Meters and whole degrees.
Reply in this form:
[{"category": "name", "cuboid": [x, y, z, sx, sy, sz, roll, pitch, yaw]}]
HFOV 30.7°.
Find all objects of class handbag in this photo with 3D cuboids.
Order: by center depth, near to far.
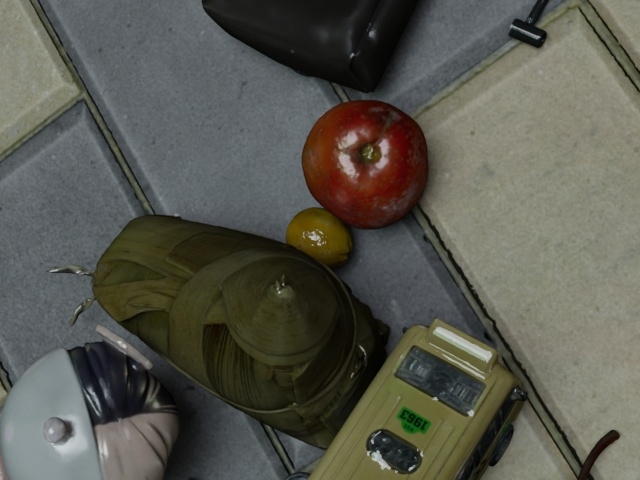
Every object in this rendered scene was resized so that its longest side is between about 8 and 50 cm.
[{"category": "handbag", "cuboid": [0.008, -0.358, 1.602, 0.285, 0.113, 0.257, 27, 87, 28]}]

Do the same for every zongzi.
[{"category": "zongzi", "cuboid": [-0.166, 0.027, 1.432, 0.499, 0.467, 0.218, 27, 71, 22]}]

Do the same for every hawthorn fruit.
[{"category": "hawthorn fruit", "cuboid": [0.061, -0.105, 1.515, 0.172, 0.173, 0.173, -3, 82, 20]}]

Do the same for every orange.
[{"category": "orange", "cuboid": [0.000, 0.000, 1.571, 0.095, 0.085, 0.085, 31, 94, 17]}]

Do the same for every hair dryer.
[{"category": "hair dryer", "cuboid": [0.287, -0.299, 1.541, 0.047, 0.026, 0.083, 28, 85, 19]}]

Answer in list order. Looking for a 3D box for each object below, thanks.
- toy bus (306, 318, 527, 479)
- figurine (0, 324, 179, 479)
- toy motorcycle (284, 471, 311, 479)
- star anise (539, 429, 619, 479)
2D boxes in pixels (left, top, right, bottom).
[{"category": "toy bus", "cuboid": [0.099, 0.276, 1.399, 0.176, 0.202, 0.365, 27, 69, 20]}, {"category": "figurine", "cuboid": [-0.333, 0.280, 1.536, 0.361, 0.211, 0.253, -30, 90, 45]}, {"category": "toy motorcycle", "cuboid": [0.035, 0.398, 1.510, 0.152, 0.073, 0.225, -22, 73, 16]}, {"category": "star anise", "cuboid": [0.276, 0.332, 1.391, 0.234, 0.177, 0.073, -39, 104, 13]}]
